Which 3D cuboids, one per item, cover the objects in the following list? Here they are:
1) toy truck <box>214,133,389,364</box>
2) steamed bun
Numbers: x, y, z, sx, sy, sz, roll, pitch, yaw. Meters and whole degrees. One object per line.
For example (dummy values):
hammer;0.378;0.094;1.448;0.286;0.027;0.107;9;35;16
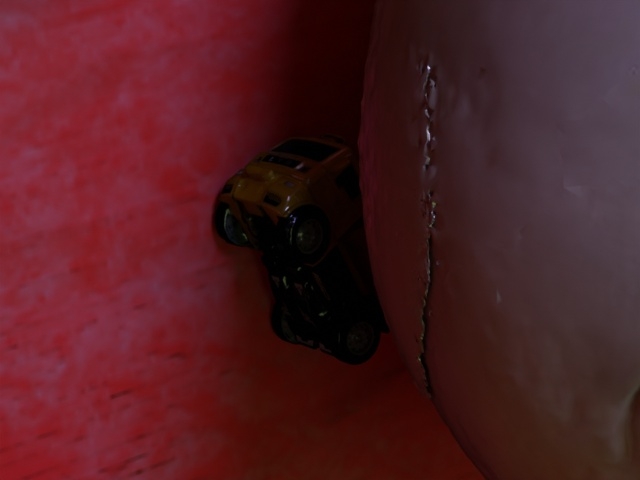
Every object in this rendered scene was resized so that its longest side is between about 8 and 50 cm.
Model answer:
toy truck;0.000;0.000;0.753;0.054;0.049;0.083;-42;121;-24
steamed bun;0.127;-0.037;0.677;0.233;0.334;0.312;7;89;1
